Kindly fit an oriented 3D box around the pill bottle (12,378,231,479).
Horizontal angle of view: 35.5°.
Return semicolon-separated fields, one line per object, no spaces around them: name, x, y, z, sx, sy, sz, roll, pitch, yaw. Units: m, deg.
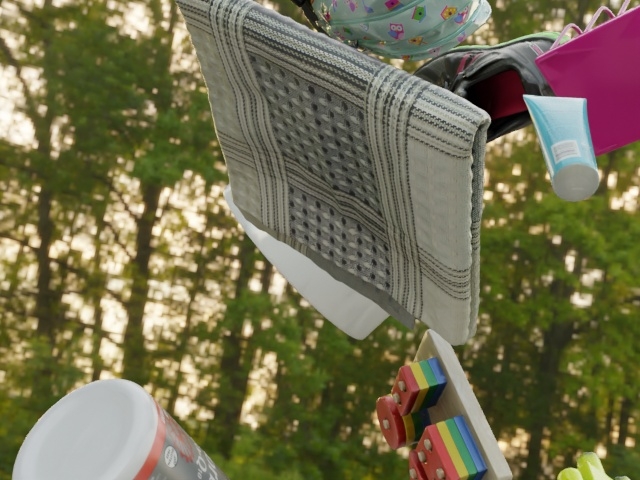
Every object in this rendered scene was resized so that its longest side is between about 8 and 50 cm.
pill bottle;-0.222;0.368;1.341;0.210;0.210;0.363;2;-41;37

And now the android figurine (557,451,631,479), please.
android figurine;0.490;0.467;1.621;0.248;0.056;0.273;36;23;-18

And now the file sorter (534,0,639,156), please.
file sorter;0.548;-0.311;1.642;0.290;0.182;0.202;-23;-70;43

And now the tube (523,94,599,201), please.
tube;0.294;-0.126;1.205;0.080;0.207;0.052;8;-53;0

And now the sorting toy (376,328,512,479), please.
sorting toy;0.174;0.310;1.561;0.089;0.257;0.255;-14;-30;-16

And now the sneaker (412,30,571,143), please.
sneaker;0.292;-0.285;1.968;0.202;0.185;0.482;-35;12;-34

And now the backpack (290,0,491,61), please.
backpack;0.076;-0.240;0.945;0.115;0.152;0.182;49;-10;-29

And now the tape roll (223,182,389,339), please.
tape roll;0.000;0.000;1.366;0.286;0.100;0.286;46;6;-6

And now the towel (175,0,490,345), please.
towel;0.009;-0.053;0.887;0.312;0.056;0.324;30;-27;26
